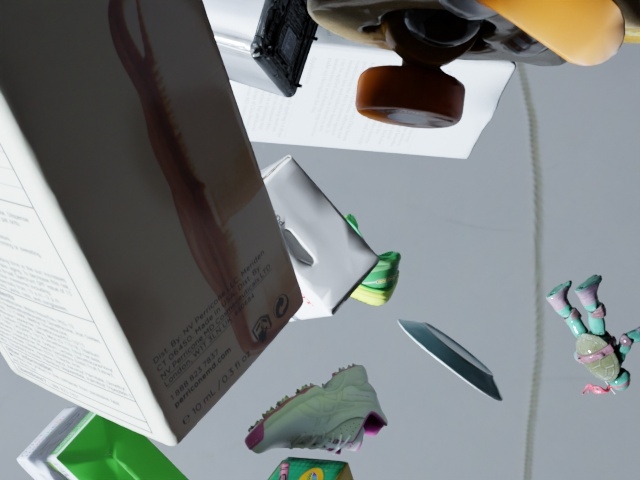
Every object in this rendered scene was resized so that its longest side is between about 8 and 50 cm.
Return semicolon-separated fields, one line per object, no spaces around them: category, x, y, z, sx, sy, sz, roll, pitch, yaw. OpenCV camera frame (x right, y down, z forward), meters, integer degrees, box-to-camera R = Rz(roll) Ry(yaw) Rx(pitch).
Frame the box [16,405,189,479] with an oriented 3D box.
box;-0.328;0.395;1.577;0.262;0.231;0.127;48;60;-12

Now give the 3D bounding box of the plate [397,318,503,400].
plate;0.192;0.164;1.423;0.188;0.188;0.024;37;95;4

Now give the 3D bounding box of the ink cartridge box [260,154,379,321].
ink cartridge box;-0.057;0.008;1.230;0.172;0.237;0.100;49;67;-11

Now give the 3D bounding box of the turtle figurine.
turtle figurine;0.498;0.178;1.732;0.175;0.118;0.234;-26;100;40

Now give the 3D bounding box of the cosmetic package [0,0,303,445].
cosmetic package;-0.133;-0.052;0.511;0.153;0.296;0.129;17;50;34

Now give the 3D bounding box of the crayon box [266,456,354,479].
crayon box;-0.042;0.351;0.912;0.081;0.278;0.165;-4;114;31

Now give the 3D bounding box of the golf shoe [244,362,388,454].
golf shoe;0.004;0.321;1.734;0.140;0.306;0.115;55;134;16

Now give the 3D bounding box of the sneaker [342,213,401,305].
sneaker;0.000;0.000;1.629;0.295;0.109;0.123;27;88;-14

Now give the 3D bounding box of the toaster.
toaster;-0.072;-0.279;1.184;0.110;0.185;0.168;16;84;16

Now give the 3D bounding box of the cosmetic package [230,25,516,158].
cosmetic package;0.063;-0.283;1.644;0.453;0.230;0.161;4;52;-14

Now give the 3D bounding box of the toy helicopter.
toy helicopter;0.158;-0.159;0.642;0.355;0.235;0.140;6;85;21
